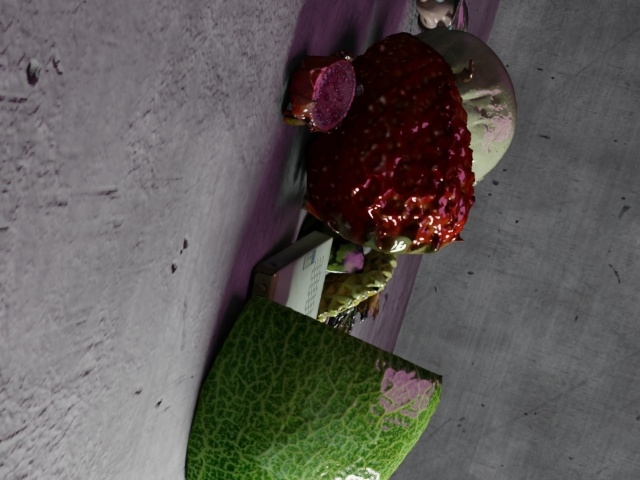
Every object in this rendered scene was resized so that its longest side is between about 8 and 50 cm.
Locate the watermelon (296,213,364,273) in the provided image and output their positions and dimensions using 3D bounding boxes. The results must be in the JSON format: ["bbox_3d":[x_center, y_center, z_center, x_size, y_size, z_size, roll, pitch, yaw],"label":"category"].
[{"bbox_3d":[0.015,-0.003,1.423,0.094,0.125,0.135,121,-26,-69],"label":"watermelon"}]

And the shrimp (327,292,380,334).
[{"bbox_3d":[0.069,0.157,1.752,0.290,0.054,0.222,-60,-168,6],"label":"shrimp"}]

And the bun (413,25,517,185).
[{"bbox_3d":[0.196,-0.223,1.457,0.187,0.293,0.293,-35,141,-60],"label":"bun"}]

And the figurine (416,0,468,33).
[{"bbox_3d":[0.251,-0.519,1.686,0.246,0.110,0.138,84,8,-47],"label":"figurine"}]

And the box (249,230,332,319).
[{"bbox_3d":[-0.062,0.131,1.310,0.211,0.045,0.270,-34,141,-55],"label":"box"}]

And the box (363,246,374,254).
[{"bbox_3d":[0.077,0.008,1.716,0.069,0.084,0.122,-63,167,3],"label":"box"}]

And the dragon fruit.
[{"bbox_3d":[-0.006,-0.203,1.102,0.126,0.068,0.112,-52,149,-26],"label":"dragon fruit"}]

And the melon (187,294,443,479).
[{"bbox_3d":[-0.039,0.280,1.201,0.344,0.331,0.226,-67,-156,-1],"label":"melon"}]

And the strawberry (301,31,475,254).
[{"bbox_3d":[0.127,-0.147,1.250,0.292,0.292,0.344,-4,109,-77],"label":"strawberry"}]

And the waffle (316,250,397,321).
[{"bbox_3d":[0.049,0.080,1.493,0.214,0.054,0.208,-29,-172,19],"label":"waffle"}]
